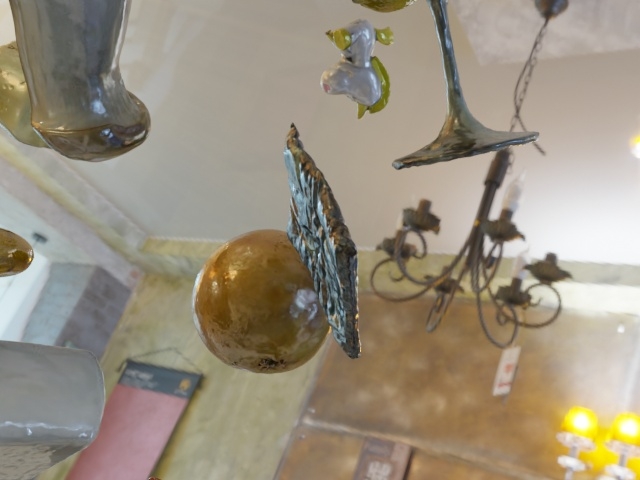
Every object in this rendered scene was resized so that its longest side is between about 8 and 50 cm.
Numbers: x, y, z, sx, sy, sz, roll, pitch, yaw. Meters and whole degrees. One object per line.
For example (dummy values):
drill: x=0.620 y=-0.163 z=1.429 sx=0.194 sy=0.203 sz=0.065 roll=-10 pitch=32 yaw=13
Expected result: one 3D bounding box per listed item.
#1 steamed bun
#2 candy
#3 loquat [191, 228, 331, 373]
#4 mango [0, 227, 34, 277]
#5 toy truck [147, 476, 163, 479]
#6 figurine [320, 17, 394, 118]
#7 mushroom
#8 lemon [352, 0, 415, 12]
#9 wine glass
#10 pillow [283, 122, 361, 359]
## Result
steamed bun: x=-0.512 y=-0.295 z=1.450 sx=0.232 sy=0.273 sz=0.166 roll=49 pitch=-58 yaw=24
candy: x=-0.500 y=0.234 z=1.031 sx=0.359 sy=0.145 sz=0.208 roll=16 pitch=-42 yaw=-44
loquat: x=-0.101 y=0.111 z=1.356 sx=0.263 sy=0.263 sz=0.263 roll=19 pitch=-26 yaw=9
mango: x=-0.533 y=0.023 z=1.044 sx=0.262 sy=0.109 sz=0.157 roll=-15 pitch=-9 yaw=-28
toy truck: x=-0.244 y=0.435 z=0.968 sx=0.114 sy=0.252 sz=0.107 roll=41 pitch=-5 yaw=-36
figurine: x=0.067 y=-0.310 z=1.380 sx=0.130 sy=0.178 sz=0.109 roll=3 pitch=11 yaw=-7
mushroom: x=-0.215 y=-0.220 z=0.618 sx=0.159 sy=0.122 sz=0.328 roll=-7 pitch=-55 yaw=-15
lemon: x=0.066 y=-0.255 z=0.702 sx=0.082 sy=0.110 sz=0.082 roll=31 pitch=-18 yaw=11
wine glass: x=0.163 y=-0.314 z=1.032 sx=0.267 sy=0.267 sz=0.406 roll=-7 pitch=-82 yaw=47
pillow: x=0.000 y=0.000 z=0.917 sx=0.034 sy=0.255 sz=0.189 roll=-12 pitch=-46 yaw=-12
